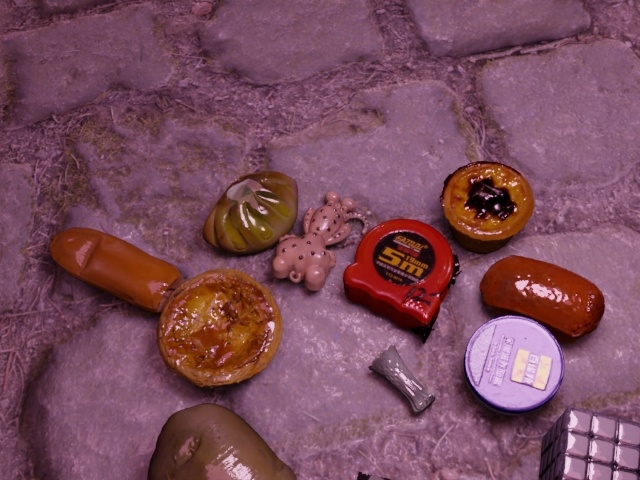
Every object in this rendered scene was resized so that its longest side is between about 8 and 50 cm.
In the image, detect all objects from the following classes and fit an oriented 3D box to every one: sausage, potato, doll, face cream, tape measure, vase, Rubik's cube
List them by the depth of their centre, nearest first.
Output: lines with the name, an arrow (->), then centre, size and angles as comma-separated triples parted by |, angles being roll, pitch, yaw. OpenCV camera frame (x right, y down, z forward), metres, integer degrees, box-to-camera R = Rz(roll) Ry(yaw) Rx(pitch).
Rubik's cube -> 0.545, 0.478, 1.378 | 0.237, 0.237, 0.238 | 11, 63, 9
potato -> -0.205, 0.481, 1.450 | 0.243, 0.221, 0.326 | -41, 71, -18
face cream -> 0.411, 0.270, 1.561 | 0.206, 0.111, 0.205 | -4, 70, 10
vase -> 0.183, 0.308, 1.592 | 0.081, 0.081, 0.148 | -39, 70, -15
sausage -> 0.489, 0.126, 1.615 | 0.268, 0.153, 0.141 | 21, 71, 16
tape measure -> 0.196, 0.077, 1.691 | 0.253, 0.114, 0.260 | 26, 64, 17
doll -> -0.002, -0.001, 1.756 | 0.154, 0.119, 0.278 | 31, 59, 18
sausage -> -0.498, 0.062, 1.756 | 0.354, 0.116, 0.134 | 24, 81, 19

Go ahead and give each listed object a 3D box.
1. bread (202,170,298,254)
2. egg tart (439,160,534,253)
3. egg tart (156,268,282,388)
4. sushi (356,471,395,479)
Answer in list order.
bread -> -0.149, -0.065, 1.771 | 0.156, 0.158, 0.260 | 34, 72, 16
egg tart -> 0.385, -0.068, 1.717 | 0.215, 0.171, 0.215 | -2, 62, 3
egg tart -> -0.228, 0.207, 1.657 | 0.290, 0.115, 0.290 | -3, 64, 5
sushi -> 0.151, 0.635, 1.374 | 0.320, 0.069, 0.339 | -8, 52, 48
